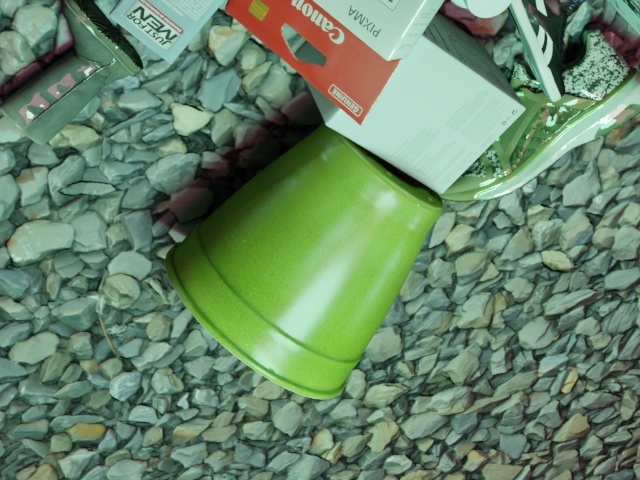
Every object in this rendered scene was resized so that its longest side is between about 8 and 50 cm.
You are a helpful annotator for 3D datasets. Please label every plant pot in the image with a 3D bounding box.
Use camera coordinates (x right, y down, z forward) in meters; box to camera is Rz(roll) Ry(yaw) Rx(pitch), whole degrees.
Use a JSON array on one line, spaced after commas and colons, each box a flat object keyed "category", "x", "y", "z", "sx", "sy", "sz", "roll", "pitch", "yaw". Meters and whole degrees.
[{"category": "plant pot", "x": 0.000, "y": 0.000, "z": 2.140, "sx": 0.366, "sy": 0.366, "sz": 0.353, "roll": 28, "pitch": 109, "yaw": -36}]

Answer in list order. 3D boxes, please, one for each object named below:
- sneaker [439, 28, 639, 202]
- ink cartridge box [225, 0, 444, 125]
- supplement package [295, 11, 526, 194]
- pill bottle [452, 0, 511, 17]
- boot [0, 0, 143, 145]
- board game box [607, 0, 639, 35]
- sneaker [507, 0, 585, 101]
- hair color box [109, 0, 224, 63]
[{"category": "sneaker", "x": 0.351, "y": -0.216, "z": 2.257, "sx": 0.410, "sy": 0.158, "sz": 0.182, "roll": -32, "pitch": 101, "yaw": 10}, {"category": "ink cartridge box", "x": 0.006, "y": -0.349, "z": 1.893, "sx": 0.066, "sy": 0.296, "sz": 0.261, "roll": -20, "pitch": 147, "yaw": -58}, {"category": "supplement package", "x": 0.137, "y": -0.247, "z": 2.075, "sx": 0.263, "sy": 0.198, "sz": 0.199, "roll": 28, "pitch": 116, "yaw": -36}, {"category": "pill bottle", "x": 0.221, "y": -0.409, "z": 1.980, "sx": 0.103, "sy": 0.184, "sz": 0.103, "roll": -11, "pitch": 131, "yaw": -12}, {"category": "boot", "x": -0.391, "y": -0.253, "z": 1.971, "sx": 0.208, "sy": 0.076, "sz": 0.189, "roll": -28, "pitch": 130, "yaw": 13}, {"category": "board game box", "x": 0.493, "y": -0.454, "z": 2.012, "sx": 0.141, "sy": 0.232, "sz": 0.291, "roll": -32, "pitch": 132, "yaw": 6}, {"category": "sneaker", "x": 0.381, "y": -0.338, "z": 2.126, "sx": 0.121, "sy": 0.079, "sz": 0.217, "roll": -24, "pitch": 107, "yaw": 3}, {"category": "hair color box", "x": -0.117, "y": -0.431, "z": 1.785, "sx": 0.113, "sy": 0.185, "sz": 0.374, "roll": 38, "pitch": 120, "yaw": -13}]
